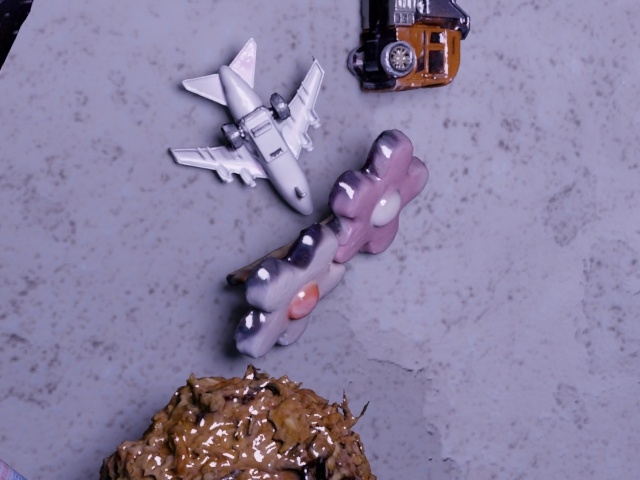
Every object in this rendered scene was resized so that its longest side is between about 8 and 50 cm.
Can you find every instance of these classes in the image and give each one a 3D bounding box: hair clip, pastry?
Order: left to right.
[{"bbox_3d":[-0.073,0.226,1.498,0.274,0.193,0.275,-7,133,-7],"label":"pastry"},{"bbox_3d":[0.006,0.004,1.550,0.257,0.075,0.146,-41,147,-10],"label":"hair clip"}]

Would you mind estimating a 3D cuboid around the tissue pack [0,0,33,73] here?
[{"bbox_3d":[-0.418,-0.185,1.348,0.332,0.123,0.245,23,106,-22],"label":"tissue pack"}]

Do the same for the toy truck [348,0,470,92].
[{"bbox_3d":[0.084,-0.236,1.576,0.092,0.083,0.192,-1,93,-26],"label":"toy truck"}]

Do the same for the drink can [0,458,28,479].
[{"bbox_3d":[-0.305,0.230,1.453,0.235,0.097,0.097,41,79,-17],"label":"drink can"}]

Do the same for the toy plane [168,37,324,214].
[{"bbox_3d":[-0.052,-0.095,1.546,0.162,0.065,0.171,-33,99,-4],"label":"toy plane"}]
